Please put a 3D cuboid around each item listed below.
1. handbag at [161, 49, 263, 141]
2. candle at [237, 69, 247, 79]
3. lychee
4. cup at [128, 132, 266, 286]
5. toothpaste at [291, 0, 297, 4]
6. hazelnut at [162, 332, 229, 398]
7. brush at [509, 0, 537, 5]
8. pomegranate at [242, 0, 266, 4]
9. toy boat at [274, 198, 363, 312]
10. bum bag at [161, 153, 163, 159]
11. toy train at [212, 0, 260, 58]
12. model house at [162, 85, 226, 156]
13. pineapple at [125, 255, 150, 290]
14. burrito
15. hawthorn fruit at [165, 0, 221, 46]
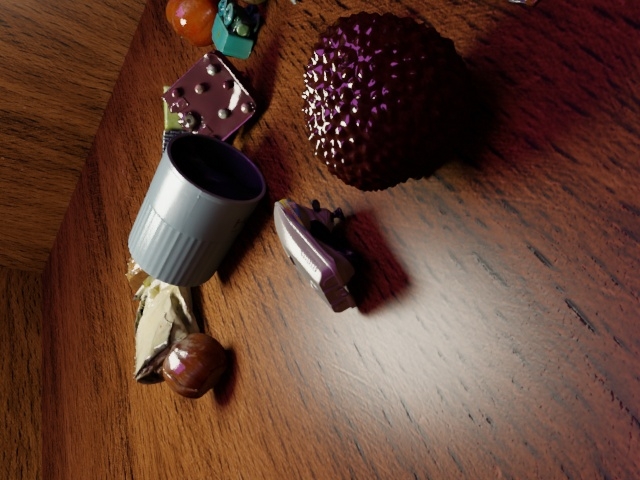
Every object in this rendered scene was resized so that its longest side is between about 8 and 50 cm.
[{"bbox_3d":[-0.290,-0.369,1.744,0.216,0.203,0.074,-38,9,17],"label":"handbag"},{"bbox_3d":[-0.248,-0.456,1.896,0.130,0.052,0.052,-11,68,56],"label":"candle"},{"bbox_3d":[0.104,-0.217,1.042,0.275,0.304,0.276,-21,38,17],"label":"lychee"},{"bbox_3d":[-0.329,-0.091,1.674,0.311,0.257,0.331,-56,38,30],"label":"cup"},{"bbox_3d":[-0.072,-0.670,1.738,0.037,0.021,0.140,-38,44,38],"label":"toothpaste"},{"bbox_3d":[-0.299,0.296,1.569,0.154,0.143,0.143,-51,35,4],"label":"hazelnut"},{"bbox_3d":[0.356,-0.373,0.943,0.205,0.011,0.083,44,113,54],"label":"brush"},{"bbox_3d":[-0.183,-0.730,1.861,0.130,0.130,0.130,-30,53,49],"label":"pomegranate"},{"bbox_3d":[-0.003,0.006,1.239,0.141,0.141,0.269,-55,37,29],"label":"toy boat"},{"bbox_3d":[-0.445,-0.233,2.038,0.144,0.095,0.340,120,149,-49],"label":"bum bag"},{"bbox_3d":[-0.253,-0.626,1.930,0.154,0.107,0.198,-65,32,30],"label":"toy train"},{"bbox_3d":[-0.356,-0.323,1.890,0.170,0.194,0.211,-176,86,-74],"label":"model house"},{"bbox_3d":[-0.498,0.028,2.022,0.158,0.158,0.279,-42,31,42],"label":"pineapple"},{"bbox_3d":[-0.414,0.218,1.792,0.190,0.135,0.332,-46,38,25],"label":"burrito"},{"bbox_3d":[-0.375,-0.738,2.105,0.225,0.196,0.196,-43,41,18],"label":"hawthorn fruit"}]
